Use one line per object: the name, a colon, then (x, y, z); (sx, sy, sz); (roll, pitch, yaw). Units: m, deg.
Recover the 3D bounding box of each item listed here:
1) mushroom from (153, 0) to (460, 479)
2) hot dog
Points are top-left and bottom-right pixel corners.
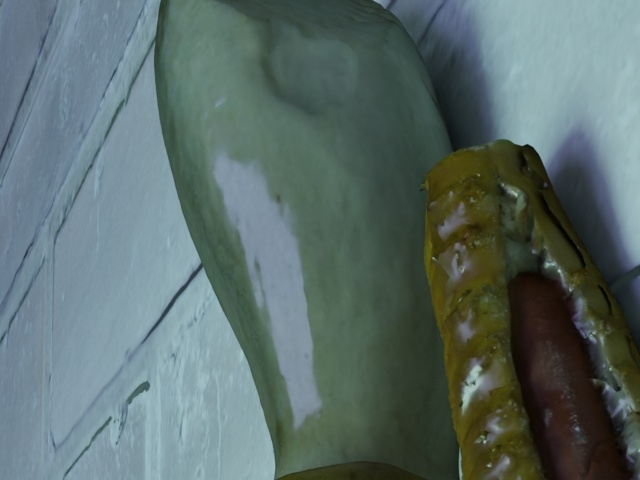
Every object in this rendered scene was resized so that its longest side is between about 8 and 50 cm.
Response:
mushroom: (0.000, 0.000, 0.767); (0.128, 0.128, 0.350); (118, 149, -52)
hot dog: (0.078, 0.081, 0.595); (0.083, 0.068, 0.289); (103, 161, -46)
